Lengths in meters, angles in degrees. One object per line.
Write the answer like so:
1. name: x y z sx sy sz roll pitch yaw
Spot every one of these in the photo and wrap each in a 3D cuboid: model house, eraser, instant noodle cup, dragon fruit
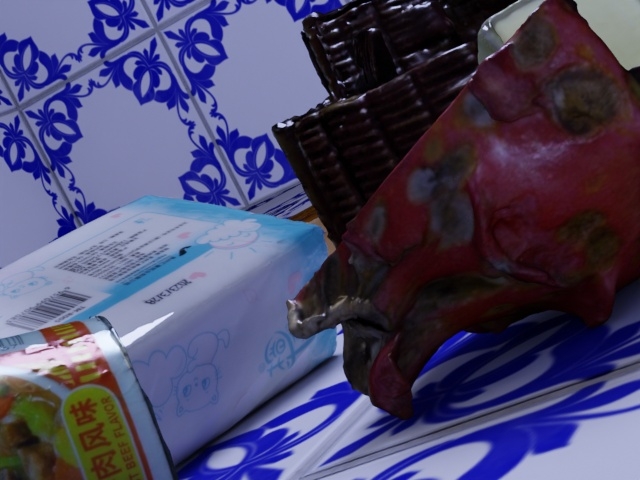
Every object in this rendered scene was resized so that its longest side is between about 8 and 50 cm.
1. model house: 0.098 -0.128 1.208 0.283 0.317 0.297 -24 -8 -8
2. eraser: 0.203 -0.106 1.019 0.117 0.172 0.058 -29 -27 -14
3. instant noodle cup: -0.180 0.131 0.673 0.212 0.193 0.193 -20 3 -18
4. dragon fruit: 0.088 0.011 0.785 0.211 0.134 0.262 -39 -9 -4

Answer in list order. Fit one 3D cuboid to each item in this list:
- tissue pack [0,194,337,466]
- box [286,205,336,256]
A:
1. tissue pack: -0.139 0.073 0.998 0.201 0.124 0.271 6 26 40
2. box: 0.000 0.000 1.563 0.152 0.070 0.237 -29 7 -27
